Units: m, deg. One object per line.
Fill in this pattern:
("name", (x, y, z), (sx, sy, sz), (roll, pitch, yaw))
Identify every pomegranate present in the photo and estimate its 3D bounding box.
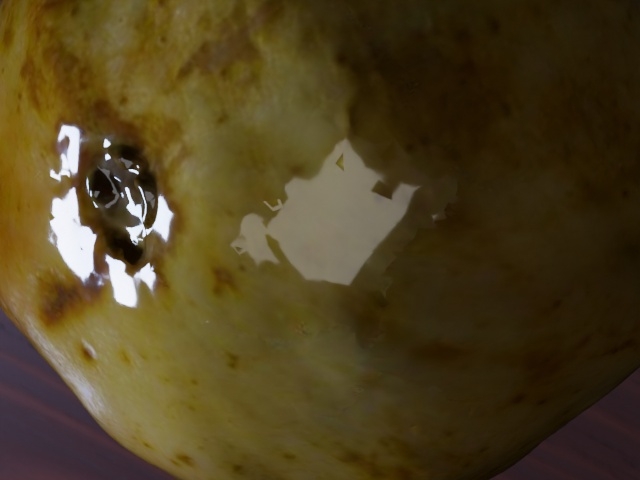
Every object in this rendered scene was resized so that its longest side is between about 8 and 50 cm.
("pomegranate", (0.028, -0.048, 0.846), (0.410, 0.410, 0.410), (4, 117, 8))
